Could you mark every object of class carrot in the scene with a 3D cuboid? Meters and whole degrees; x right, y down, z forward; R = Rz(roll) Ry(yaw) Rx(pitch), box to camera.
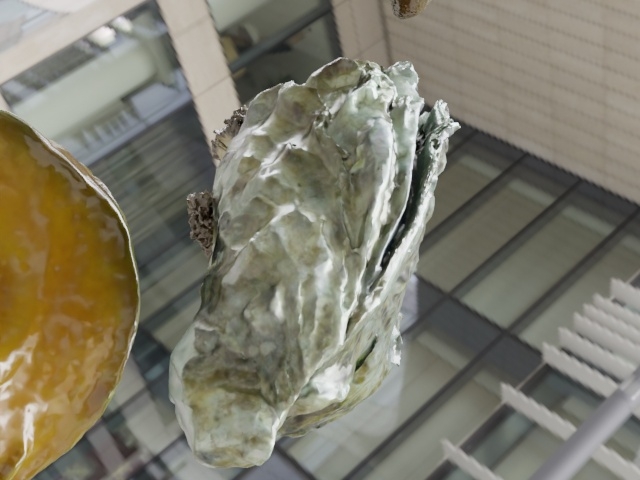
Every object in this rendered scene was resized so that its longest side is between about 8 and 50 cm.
[{"bbox_3d":[-0.237,0.031,0.620,0.241,0.242,0.341,57,-6,-11],"label":"carrot"}]

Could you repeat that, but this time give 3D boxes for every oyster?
[{"bbox_3d":[0.000,0.000,0.498,0.112,0.198,0.268,14,4,6],"label":"oyster"}]

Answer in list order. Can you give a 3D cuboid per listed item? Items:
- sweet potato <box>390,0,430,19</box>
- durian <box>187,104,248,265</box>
[{"bbox_3d":[0.060,-0.300,0.727,0.124,0.098,0.310,51,-13,56],"label":"sweet potato"},{"bbox_3d":[-0.028,-0.036,0.931,0.196,0.196,0.167,61,-17,-20],"label":"durian"}]
